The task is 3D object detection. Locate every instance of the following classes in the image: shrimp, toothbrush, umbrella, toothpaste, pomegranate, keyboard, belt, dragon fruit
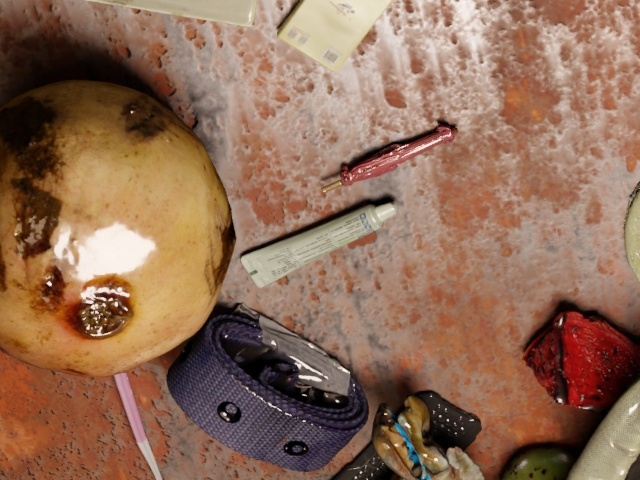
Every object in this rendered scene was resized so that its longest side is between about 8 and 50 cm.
[{"bbox_3d":[0.117,0.349,1.929,0.221,0.110,0.445,-5,134,6],"label":"shrimp"},{"bbox_3d":[-0.230,0.231,1.925,0.025,0.020,0.286,-4,123,13],"label":"toothbrush"},{"bbox_3d":[0.075,-0.090,1.700,0.165,0.025,0.027,-23,100,13],"label":"umbrella"},{"bbox_3d":[0.000,0.000,1.760,0.197,0.029,0.048,-25,116,20],"label":"toothpaste"},{"bbox_3d":[-0.242,-0.011,1.621,0.322,0.322,0.322,1,123,2],"label":"pomegranate"},{"bbox_3d":[0.090,0.291,1.951,0.106,0.016,0.262,32,119,-17],"label":"keyboard"},{"bbox_3d":[-0.066,0.186,1.825,0.230,0.139,0.126,28,125,-17],"label":"belt"},{"bbox_3d":[0.272,0.314,1.896,0.130,0.130,0.130,1,123,2],"label":"pomegranate"},{"bbox_3d":[0.344,0.152,1.795,0.192,0.122,0.092,23,107,-9],"label":"dragon fruit"}]

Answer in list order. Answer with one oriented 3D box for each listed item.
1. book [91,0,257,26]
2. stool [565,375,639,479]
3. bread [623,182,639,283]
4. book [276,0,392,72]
[{"bbox_3d":[-0.230,-0.358,1.530,0.371,0.043,0.260,9,124,-3],"label":"book"},{"bbox_3d":[0.447,0.306,1.750,0.310,0.226,0.310,-6,131,-37],"label":"stool"},{"bbox_3d":[0.471,-0.004,1.729,0.267,0.040,0.267,1,123,2],"label":"bread"},{"bbox_3d":[0.016,-0.236,1.613,0.077,0.014,0.111,30,120,-18],"label":"book"}]
